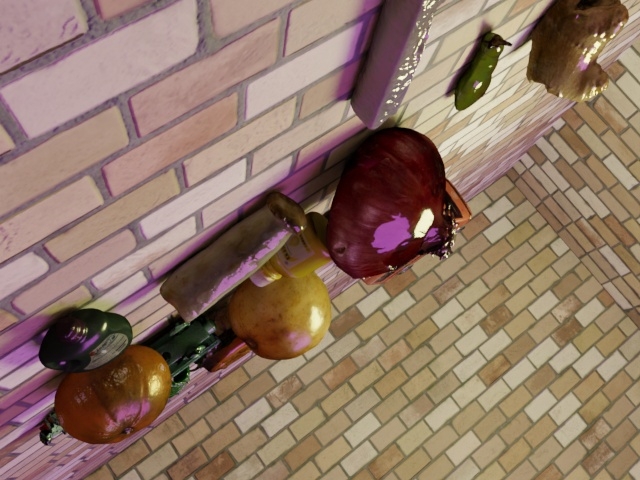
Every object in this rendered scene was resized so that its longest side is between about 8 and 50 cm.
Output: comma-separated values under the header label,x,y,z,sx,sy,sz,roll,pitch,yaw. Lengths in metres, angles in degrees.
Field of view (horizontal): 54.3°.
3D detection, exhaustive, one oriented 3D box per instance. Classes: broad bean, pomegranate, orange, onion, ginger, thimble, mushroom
label,x,y,z,sx,sy,sz,roll,pitch,yaw
broad bean,0.328,-0.351,1.283,0.325,0.067,0.075,88,25,-75
pomegranate,-0.098,0.176,1.588,0.260,0.260,0.260,-36,169,-8
orange,-0.429,0.328,1.315,0.240,0.171,0.240,-28,151,-17
onion,0.168,-0.063,1.317,0.347,0.285,0.347,-51,161,-25
ginger,0.564,-0.424,1.364,0.130,0.221,0.276,-22,172,-26
thimble,-0.406,0.347,1.645,0.090,0.130,0.118,-49,171,35
mushroom,-0.163,0.027,1.184,0.312,0.100,0.081,-39,-168,4

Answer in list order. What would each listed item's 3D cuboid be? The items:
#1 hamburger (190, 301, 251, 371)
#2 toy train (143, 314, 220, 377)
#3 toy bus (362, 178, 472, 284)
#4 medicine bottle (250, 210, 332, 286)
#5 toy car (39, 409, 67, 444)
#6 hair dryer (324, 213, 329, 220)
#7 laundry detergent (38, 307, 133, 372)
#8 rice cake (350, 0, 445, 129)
label,x,y,z,sx,sy,sz,roll,pitch,yaw
hamburger,-0.264,0.265,1.737,0.262,0.138,0.243,-45,166,32
toy train,-0.369,0.270,1.514,0.269,0.115,0.154,-37,178,-6
toy bus,0.296,-0.031,2.169,0.427,0.203,0.233,-40,165,27
medicine bottle,-0.070,0.032,1.435,0.212,0.122,0.122,-30,173,23
toy car,-0.628,0.433,1.499,0.073,0.054,0.143,-26,161,-52
hair dryer,0.000,0.000,1.658,0.198,0.100,0.057,-27,176,42
laundry detergent,-0.401,0.168,1.041,0.144,0.078,0.221,-32,169,-7
rice cake,0.106,-0.269,0.860,0.064,0.070,0.399,-30,167,-16
